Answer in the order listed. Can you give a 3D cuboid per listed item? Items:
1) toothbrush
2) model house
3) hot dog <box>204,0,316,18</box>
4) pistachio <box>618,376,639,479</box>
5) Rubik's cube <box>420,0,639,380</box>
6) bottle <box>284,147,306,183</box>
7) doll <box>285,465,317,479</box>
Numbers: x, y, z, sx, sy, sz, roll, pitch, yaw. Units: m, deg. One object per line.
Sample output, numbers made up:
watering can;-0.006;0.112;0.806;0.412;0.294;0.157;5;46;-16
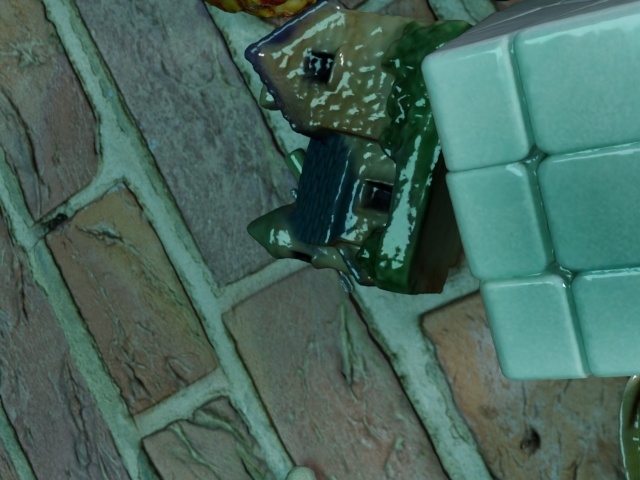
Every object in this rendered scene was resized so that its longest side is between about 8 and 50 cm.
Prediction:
toothbrush;0.000;0.000;1.174;0.011;0.014;0.167;-36;80;37
model house;0.036;-0.109;1.007;0.280;0.245;0.312;16;96;21
hot dog;-0.081;-0.367;1.092;0.256;0.150;0.153;1;88;28
pistachio;0.405;0.236;0.924;0.152;0.126;0.223;-17;97;-15
Rubik's cube;0.317;-0.084;0.785;0.321;0.319;0.316;-9;108;30
bottle;-0.017;-0.085;1.161;0.030;0.030;0.083;-35;82;28
doll;-0.057;0.424;1.242;0.103;0.071;0.214;33;104;7
